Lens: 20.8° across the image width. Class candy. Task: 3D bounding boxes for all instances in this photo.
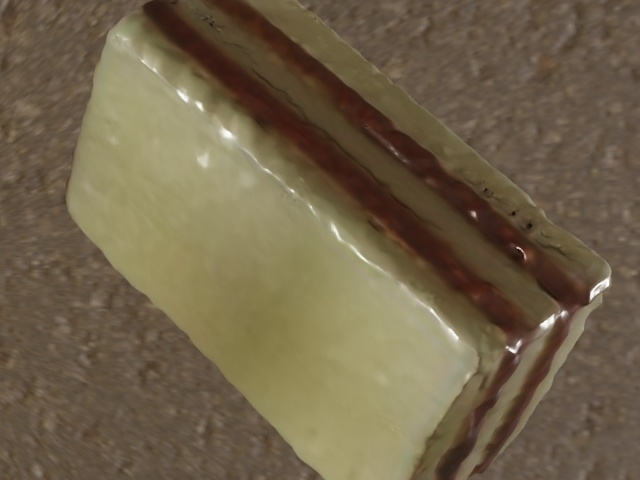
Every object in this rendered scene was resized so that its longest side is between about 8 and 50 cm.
[{"bbox_3d":[0.000,0.000,1.023,0.135,0.179,0.320,-25,57,-38],"label":"candy"}]
